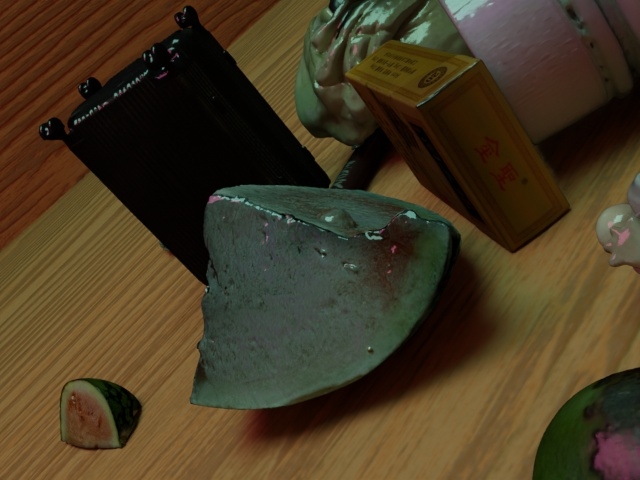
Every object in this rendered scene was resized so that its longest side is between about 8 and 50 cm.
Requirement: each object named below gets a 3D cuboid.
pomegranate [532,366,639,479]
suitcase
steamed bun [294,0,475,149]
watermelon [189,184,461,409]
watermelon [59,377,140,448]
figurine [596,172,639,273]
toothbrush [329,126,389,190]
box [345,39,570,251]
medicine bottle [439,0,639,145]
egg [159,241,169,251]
[{"bbox_3d":[0.164,0.129,0.326,0.148,0.148,0.169,-26,31,28],"label":"pomegranate"},{"bbox_3d":[-0.169,-0.110,1.052,0.229,0.335,0.152,-25,29,29],"label":"suitcase"},{"bbox_3d":[0.099,-0.278,1.090,0.320,0.206,0.275,-19,22,7],"label":"steamed bun"},{"bbox_3d":[0.000,0.000,0.732,0.320,0.213,0.289,-36,16,38],"label":"watermelon"},{"bbox_3d":[-0.275,0.213,0.974,0.069,0.087,0.163,-7,-2,-44],"label":"watermelon"},{"bbox_3d":[0.263,-0.015,0.462,0.200,0.133,0.276,-39,17,51],"label":"figurine"},{"bbox_3d":[0.073,-0.133,1.120,0.041,0.041,0.364,-20,27,39],"label":"toothbrush"},{"bbox_3d":[0.130,-0.114,0.804,0.076,0.174,0.274,-38,21,2],"label":"box"},{"bbox_3d":[0.292,-0.265,0.743,0.325,0.256,0.256,-32,22,15],"label":"medicine bottle"},{"bbox_3d":[-0.227,-0.120,1.385,0.286,0.174,0.264,4,50,55],"label":"egg"}]
